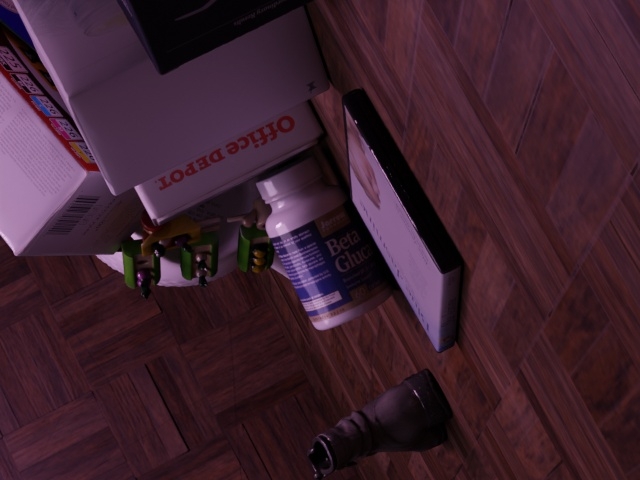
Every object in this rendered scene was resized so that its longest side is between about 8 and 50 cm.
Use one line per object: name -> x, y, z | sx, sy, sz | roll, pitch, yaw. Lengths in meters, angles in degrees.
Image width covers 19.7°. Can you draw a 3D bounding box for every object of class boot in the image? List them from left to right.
boot -> 0.055, 0.217, 2.075 | 0.083, 0.161, 0.246 | 62, 174, 13

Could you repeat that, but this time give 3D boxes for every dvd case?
dvd case -> 0.071, -0.011, 1.634 | 0.180, 0.022, 0.253 | 61, 174, 18

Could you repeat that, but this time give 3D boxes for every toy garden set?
toy garden set -> -0.100, 0.008, 2.075 | 0.204, 0.244, 0.049 | 101, 159, -69

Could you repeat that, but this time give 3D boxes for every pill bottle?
pill bottle -> 0.000, 0.000, 1.927 | 0.169, 0.094, 0.094 | 63, 174, -7

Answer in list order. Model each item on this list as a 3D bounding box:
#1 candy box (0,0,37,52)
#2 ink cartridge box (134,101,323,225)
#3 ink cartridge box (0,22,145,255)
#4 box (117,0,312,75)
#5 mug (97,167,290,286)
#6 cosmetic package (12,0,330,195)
candy box -> -0.282, -0.301, 2.128 | 0.268, 0.122, 0.317 | 41, -165, -5
ink cartridge box -> -0.145, -0.176, 1.901 | 0.273, 0.197, 0.114 | 63, 175, 2
ink cartridge box -> -0.319, -0.134, 2.059 | 0.309, 0.130, 0.272 | 48, -163, 16
box -> -0.107, -0.258, 1.458 | 0.108, 0.153, 0.207 | 58, 172, 37
mug -> -0.150, -0.054, 2.341 | 0.374, 0.276, 0.328 | 33, -179, -20
cosmetic package -> -0.146, -0.197, 1.695 | 0.225, 0.224, 0.138 | 57, 172, 41
